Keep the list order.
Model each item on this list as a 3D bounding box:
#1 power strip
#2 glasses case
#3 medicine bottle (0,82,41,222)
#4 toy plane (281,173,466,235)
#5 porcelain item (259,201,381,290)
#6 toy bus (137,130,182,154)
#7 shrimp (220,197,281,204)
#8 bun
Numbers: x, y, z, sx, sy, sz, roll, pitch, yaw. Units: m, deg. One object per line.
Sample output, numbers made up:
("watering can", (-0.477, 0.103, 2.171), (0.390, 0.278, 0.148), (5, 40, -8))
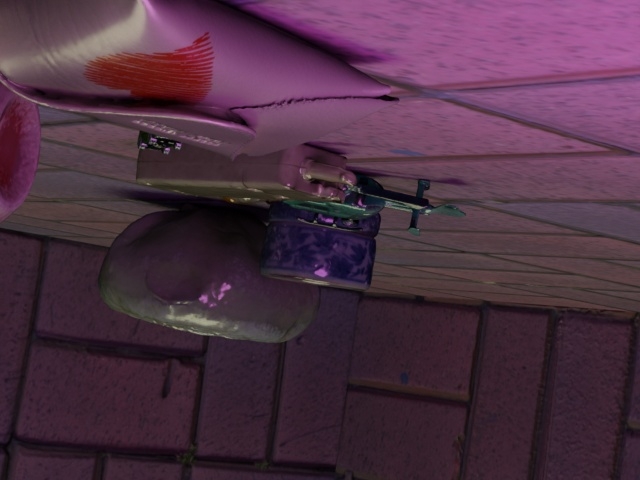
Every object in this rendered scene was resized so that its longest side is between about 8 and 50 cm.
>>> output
("power strip", (-0.067, -0.071, 1.636), (0.288, 0.053, 0.093), (3, 172, 42))
("glasses case", (-0.077, -0.105, 1.020), (0.128, 0.083, 0.308), (5, 175, 37))
("medicine bottle", (-0.373, -0.092, 1.351), (0.247, 0.147, 0.147), (7, 176, 12))
("toy plane", (0.044, -0.050, 1.742), (0.235, 0.060, 0.096), (11, 163, 8))
("porcelain item", (0.000, 0.000, 2.030), (0.147, 0.114, 0.147), (9, 177, 1))
("toy bus", (-0.149, -0.103, 1.486), (0.031, 0.037, 0.083), (10, 174, -19))
("shrimp", (-0.040, -0.058, 1.819), (0.166, 0.049, 0.161), (7, 178, -8))
("bun", (-0.163, 0.046, 2.406), (0.355, 0.194, 0.354), (9, 178, 0))
